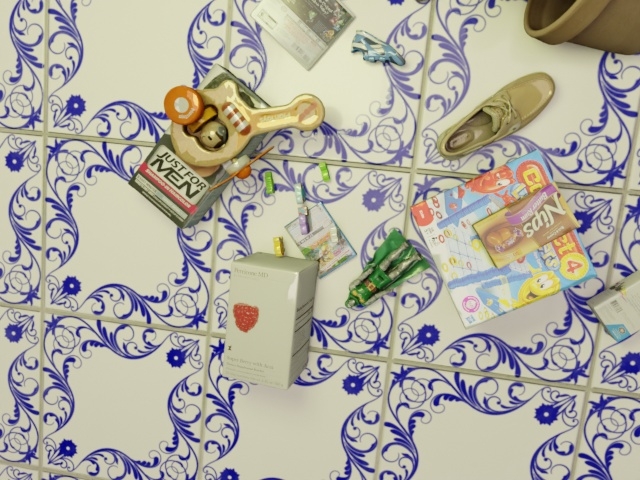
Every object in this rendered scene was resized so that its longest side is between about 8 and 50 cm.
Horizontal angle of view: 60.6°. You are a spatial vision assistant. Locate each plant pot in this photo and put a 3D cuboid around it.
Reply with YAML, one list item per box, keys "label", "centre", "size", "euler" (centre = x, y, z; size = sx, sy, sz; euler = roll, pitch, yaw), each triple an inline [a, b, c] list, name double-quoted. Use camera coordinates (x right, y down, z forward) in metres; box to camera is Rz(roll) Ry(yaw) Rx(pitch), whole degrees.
- label: "plant pot"
  centre: [0.604, -0.507, 1.156]
  size: [0.229, 0.263, 0.263]
  euler: [22, 102, -15]

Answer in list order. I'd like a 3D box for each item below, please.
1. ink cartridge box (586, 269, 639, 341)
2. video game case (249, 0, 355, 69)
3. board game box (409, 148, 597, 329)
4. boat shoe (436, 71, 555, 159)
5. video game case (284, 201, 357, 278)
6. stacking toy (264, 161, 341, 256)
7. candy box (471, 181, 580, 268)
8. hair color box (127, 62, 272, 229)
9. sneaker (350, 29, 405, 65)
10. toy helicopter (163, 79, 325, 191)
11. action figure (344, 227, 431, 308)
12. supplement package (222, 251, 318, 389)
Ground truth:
- label: "ink cartridge box"
  centre: [0.750, 0.146, 1.303]
  size: [0.181, 0.061, 0.104]
  euler: [-35, 92, 12]
- label: "video game case"
  centre: [-0.043, -0.542, 1.319]
  size: [0.190, 0.022, 0.173]
  euler: [41, 103, -13]
- label: "board game box"
  centre: [0.401, 0.000, 1.232]
  size: [0.302, 0.086, 0.308]
  euler: [-25, 87, 10]
- label: "boat shoe"
  centre: [0.410, -0.285, 1.270]
  size: [0.302, 0.098, 0.109]
  euler: [-31, 93, 12]
- label: "video game case"
  centre: [0.000, 0.000, 1.418]
  size: [0.119, 0.015, 0.166]
  euler: [-34, 92, 11]
- label: "stacking toy"
  centre: [-0.048, -0.080, 1.379]
  size: [0.167, 0.052, 0.221]
  euler: [-10, 86, 11]
- label: "candy box"
  centre: [0.431, -0.031, 1.155]
  size: [0.187, 0.053, 0.109]
  euler: [-29, 87, 11]
- label: "hair color box"
  centre: [-0.289, -0.230, 1.377]
  size: [0.185, 0.113, 0.374]
  euler: [40, 101, 1]
- label: "sneaker"
  centre: [0.137, -0.448, 1.313]
  size: [0.144, 0.053, 0.059]
  euler: [32, 101, 11]
- label: "toy helicopter"
  centre: [-0.161, -0.246, 1.233]
  size: [0.355, 0.140, 0.235]
  euler: [-9, 100, 6]
- label: "action figure"
  centre: [0.149, 0.096, 1.389]
  size: [0.232, 0.063, 0.137]
  euler: [-43, 93, 15]
- label: "supplement package"
  centre: [-0.124, 0.192, 1.376]
  size: [0.178, 0.175, 0.292]
  euler: [8, 99, 15]
